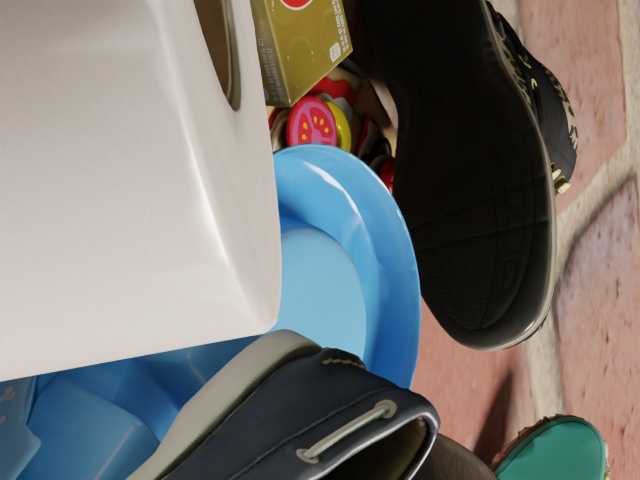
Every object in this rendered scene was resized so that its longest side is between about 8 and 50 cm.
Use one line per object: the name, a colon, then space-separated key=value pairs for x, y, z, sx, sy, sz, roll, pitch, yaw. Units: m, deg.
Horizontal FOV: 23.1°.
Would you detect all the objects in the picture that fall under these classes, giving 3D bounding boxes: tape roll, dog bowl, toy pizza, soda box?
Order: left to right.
tape roll: x=-0.086 y=-0.103 z=0.466 sx=0.286 sy=0.100 sz=0.286 roll=-11 pitch=90 yaw=-86
dog bowl: x=-0.065 y=0.086 z=0.652 sx=0.297 sy=0.074 sz=0.166 roll=-55 pitch=133 yaw=-29
soda box: x=-0.041 y=-0.153 z=0.693 sx=0.061 sy=0.058 sz=0.181 roll=-47 pitch=132 yaw=-44
toy pizza: x=0.000 y=0.000 z=0.809 sx=0.201 sy=0.032 sz=0.201 roll=-15 pitch=108 yaw=-57

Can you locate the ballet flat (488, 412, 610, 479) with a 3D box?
ballet flat: x=0.115 y=0.222 z=1.008 sx=0.241 sy=0.091 sz=0.077 roll=-60 pitch=171 yaw=-27

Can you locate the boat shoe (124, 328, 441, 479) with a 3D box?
boat shoe: x=-0.047 y=0.138 z=0.556 sx=0.254 sy=0.079 sz=0.095 roll=-46 pitch=141 yaw=-35

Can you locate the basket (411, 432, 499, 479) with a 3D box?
basket: x=0.042 y=0.229 z=0.701 sx=0.227 sy=0.154 sz=0.204 roll=-102 pitch=178 yaw=-55

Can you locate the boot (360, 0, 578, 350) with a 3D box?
boot: x=0.104 y=-0.038 z=0.871 sx=0.178 sy=0.085 sz=0.236 roll=32 pitch=42 yaw=-58
